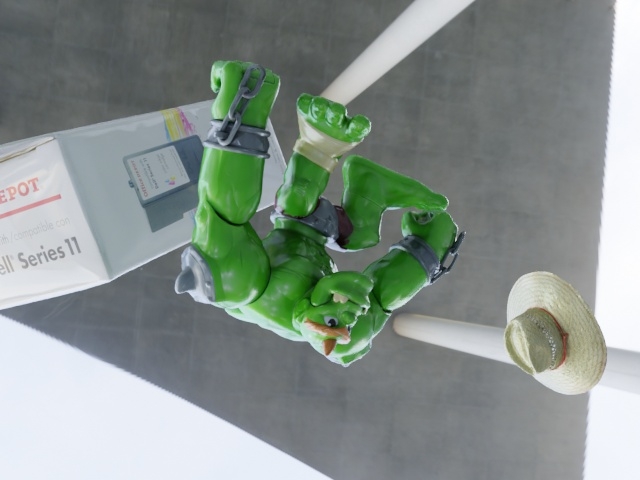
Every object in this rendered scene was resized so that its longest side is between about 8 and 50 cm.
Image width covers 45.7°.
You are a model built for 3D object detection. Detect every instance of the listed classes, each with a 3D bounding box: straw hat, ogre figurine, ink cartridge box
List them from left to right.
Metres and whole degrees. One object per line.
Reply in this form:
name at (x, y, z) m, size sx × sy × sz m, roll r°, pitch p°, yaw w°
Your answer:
ink cartridge box at (-0.205, -0.031, 0.675) m, size 0.353 × 0.207 × 0.119 m, roll -30°, pitch -76°, yaw -57°
ogre figurine at (0.000, 0.000, 0.419) m, size 0.097 × 0.197 × 0.118 m, roll 23°, pitch -97°, yaw 28°
straw hat at (0.236, 0.111, 0.836) m, size 0.061 × 0.144 × 0.144 m, roll -17°, pitch -88°, yaw -33°
